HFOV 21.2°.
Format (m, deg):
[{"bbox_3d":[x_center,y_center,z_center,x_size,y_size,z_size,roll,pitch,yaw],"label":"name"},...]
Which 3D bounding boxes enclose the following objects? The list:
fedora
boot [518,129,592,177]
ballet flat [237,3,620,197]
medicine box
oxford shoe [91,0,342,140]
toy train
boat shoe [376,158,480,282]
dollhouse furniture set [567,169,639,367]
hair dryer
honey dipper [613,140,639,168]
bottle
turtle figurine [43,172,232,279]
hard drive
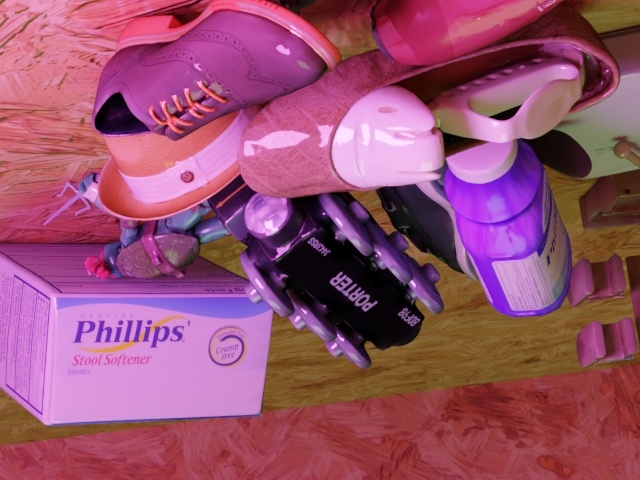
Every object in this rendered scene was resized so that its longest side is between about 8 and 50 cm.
[{"bbox_3d":[-0.125,-0.103,1.474,0.194,0.194,0.079,-15,128,29],"label":"fedora"},{"bbox_3d":[0.224,-0.087,1.724,0.106,0.037,0.114,34,175,10],"label":"boot"},{"bbox_3d":[0.103,-0.105,1.412,0.342,0.116,0.124,-18,-148,-21],"label":"ballet flat"},{"bbox_3d":[-0.235,0.099,1.954,0.263,0.149,0.289,1,-168,-29],"label":"medicine box"},{"bbox_3d":[-0.084,-0.119,1.313,0.097,0.098,0.271,40,157,-27],"label":"oxford shoe"},{"bbox_3d":[0.000,0.000,1.712,0.142,0.190,0.334,-38,147,9],"label":"toy train"},{"bbox_3d":[0.111,-0.054,1.762,0.113,0.127,0.340,14,168,24],"label":"boat shoe"},{"bbox_3d":[0.401,0.038,2.068,0.212,0.242,0.161,-5,166,-6],"label":"dollhouse furniture set"},{"bbox_3d":[0.072,-0.195,1.286,0.293,0.080,0.223,-5,166,-10],"label":"hair dryer"},{"bbox_3d":[0.343,-0.078,1.819,0.030,0.030,0.161,-15,163,27],"label":"honey dipper"},{"bbox_3d":[0.181,-0.027,1.664,0.092,0.118,0.283,-4,152,16],"label":"bottle"},{"bbox_3d":[-0.166,-0.017,1.832,0.234,0.118,0.175,-19,163,22],"label":"turtle figurine"},{"bbox_3d":[0.339,-0.140,1.721,0.233,0.047,0.353,-11,167,15],"label":"hard drive"}]
